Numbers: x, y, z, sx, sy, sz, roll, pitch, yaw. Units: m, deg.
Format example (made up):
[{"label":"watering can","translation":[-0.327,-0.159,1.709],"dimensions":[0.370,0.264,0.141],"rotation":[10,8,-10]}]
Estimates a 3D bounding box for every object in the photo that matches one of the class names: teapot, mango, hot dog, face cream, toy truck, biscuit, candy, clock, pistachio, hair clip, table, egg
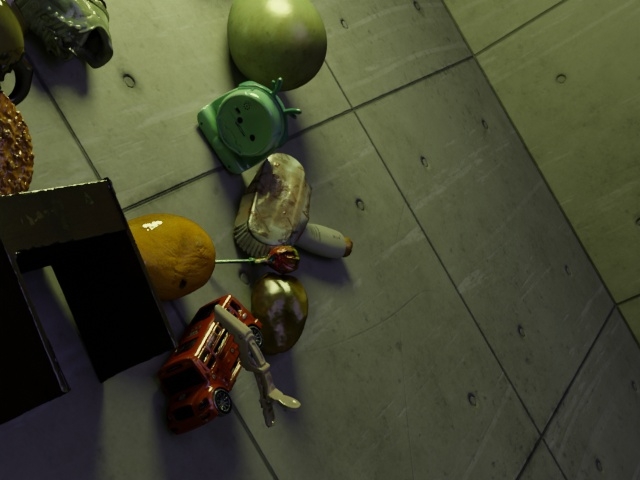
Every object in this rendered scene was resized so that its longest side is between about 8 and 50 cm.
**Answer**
[{"label":"teapot","translation":[-0.562,-0.309,1.579],"dimensions":[0.182,0.173,0.269],"rotation":[-45,132,-23]},{"label":"mango","translation":[-0.289,0.027,1.727],"dimensions":[0.262,0.109,0.157],"rotation":[7,69,-47]},{"label":"hot dog","translation":[-0.092,-0.067,2.069],"dimensions":[0.144,0.075,0.268],"rotation":[26,48,-8]},{"label":"face cream","translation":[0.000,0.000,2.199],"dimensions":[0.182,0.051,0.072],"rotation":[17,49,-49]},{"label":"toy truck","translation":[-0.195,0.210,1.714],"dimensions":[0.114,0.107,0.252],"rotation":[53,33,-18]},{"label":"biscuit","translation":[-0.538,-0.138,1.512],"dimensions":[0.254,0.035,0.254],"rotation":[13,73,-49]},{"label":"candy","translation":[-0.135,0.039,1.934],"dimensions":[0.201,0.060,0.060],"rotation":[-2,64,-25]},{"label":"clock","translation":[-0.139,-0.245,2.046],"dimensions":[0.159,0.211,0.066],"rotation":[56,32,-5]},{"label":"pistachio","translation":[-0.078,0.131,1.940],"dimensions":[0.100,0.110,0.189],"rotation":[75,15,-46]},{"label":"hair clip","translation":[-0.107,0.201,1.678],"dimensions":[0.226,0.072,0.034],"rotation":[64,27,-2]},{"label":"table","translation":[-0.395,0.086,1.458],"dimensions":[0.250,0.196,0.282],"rotation":[-20,85,-59]},{"label":"egg","translation":[-0.106,-0.469,2.262],"dimensions":[0.218,0.218,0.295],"rotation":[17,40,-48]}]

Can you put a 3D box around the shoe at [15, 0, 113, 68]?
[{"label":"shoe","translation":[-0.474,-0.392,1.779],"dimensions":[0.293,0.109,0.149],"rotation":[10,52,-56]}]
